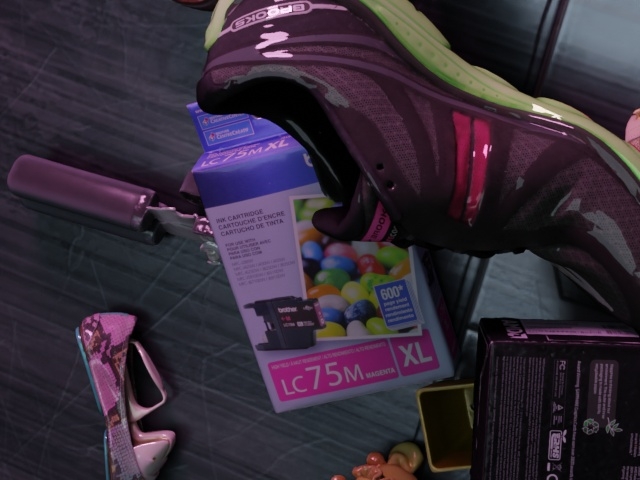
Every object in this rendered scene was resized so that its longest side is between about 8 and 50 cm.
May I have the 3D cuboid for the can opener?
[{"bbox_3d":[-0.175,-0.040,1.928,0.280,0.074,0.093,11,71,18],"label":"can opener"}]

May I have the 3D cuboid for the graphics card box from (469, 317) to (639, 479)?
[{"bbox_3d":[0.316,0.191,1.678,0.371,0.094,0.233,1,102,-3],"label":"graphics card box"}]

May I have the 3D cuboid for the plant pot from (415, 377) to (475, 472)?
[{"bbox_3d":[0.147,0.165,1.817,0.081,0.083,0.081,-8,97,24],"label":"plant pot"}]

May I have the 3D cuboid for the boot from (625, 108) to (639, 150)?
[{"bbox_3d":[0.354,-0.147,1.660,0.203,0.095,0.262,-24,63,47],"label":"boot"}]

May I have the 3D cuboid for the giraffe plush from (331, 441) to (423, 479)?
[{"bbox_3d":[0.077,0.292,1.842,0.170,0.181,0.210,39,125,34],"label":"giraffe plush"}]

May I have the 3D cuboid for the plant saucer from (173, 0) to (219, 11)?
[{"bbox_3d":[-0.128,-0.279,1.758,0.168,0.029,0.168,26,136,29],"label":"plant saucer"}]

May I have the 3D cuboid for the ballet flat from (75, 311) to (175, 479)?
[{"bbox_3d":[-0.192,0.180,1.972,0.079,0.077,0.221,-10,96,4],"label":"ballet flat"}]

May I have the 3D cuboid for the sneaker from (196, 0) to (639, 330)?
[{"bbox_3d":[0.102,-0.053,1.653,0.483,0.185,0.202,33,71,3],"label":"sneaker"}]

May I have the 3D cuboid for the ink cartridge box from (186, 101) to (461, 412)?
[{"bbox_3d":[0.000,0.000,1.811,0.186,0.065,0.311,-13,107,15],"label":"ink cartridge box"}]
